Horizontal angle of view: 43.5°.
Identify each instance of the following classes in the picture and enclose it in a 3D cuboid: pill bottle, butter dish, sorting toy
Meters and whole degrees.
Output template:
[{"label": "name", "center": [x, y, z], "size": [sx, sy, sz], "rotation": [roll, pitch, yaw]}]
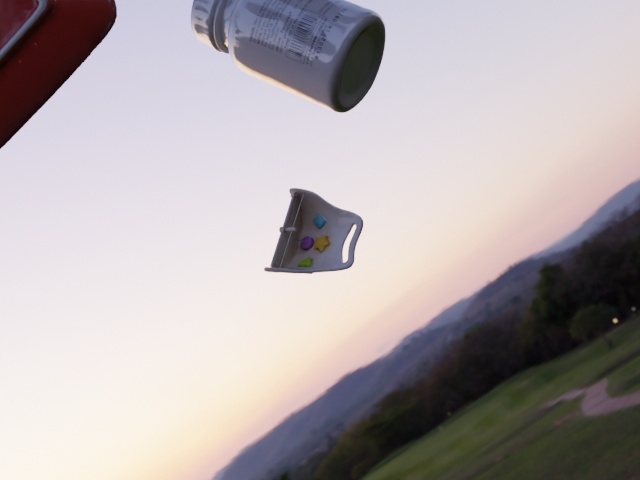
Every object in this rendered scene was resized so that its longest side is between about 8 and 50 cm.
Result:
[{"label": "pill bottle", "center": [-0.044, -0.261, 1.019], "size": [0.131, 0.229, 0.131], "rotation": [-50, -24, -32]}, {"label": "butter dish", "center": [-0.207, -0.153, 0.526], "size": [0.160, 0.160, 0.118], "rotation": [-39, -1, 17]}, {"label": "sorting toy", "center": [0.000, 0.000, 0.723], "size": [0.075, 0.083, 0.045], "rotation": [5, -23, 30]}]
